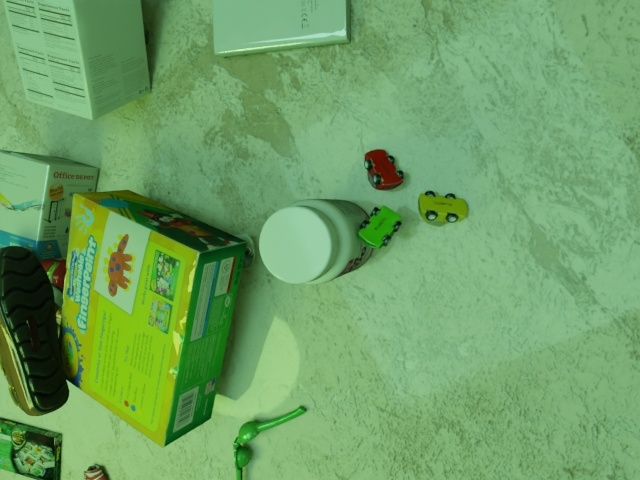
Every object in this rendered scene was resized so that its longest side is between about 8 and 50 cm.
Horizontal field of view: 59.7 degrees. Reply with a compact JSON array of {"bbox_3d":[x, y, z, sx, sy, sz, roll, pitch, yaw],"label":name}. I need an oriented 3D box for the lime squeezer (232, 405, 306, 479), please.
[{"bbox_3d":[-0.154,0.487,1.293,0.110,0.059,0.310,26,101,-15],"label":"lime squeezer"}]

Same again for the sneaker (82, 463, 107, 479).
[{"bbox_3d":[-0.613,0.626,1.453,0.118,0.042,0.067,-22,90,11],"label":"sneaker"}]

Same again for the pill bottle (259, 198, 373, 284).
[{"bbox_3d":[0.000,0.000,1.079,0.160,0.283,0.160,1,94,19],"label":"pill bottle"}]

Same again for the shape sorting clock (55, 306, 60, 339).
[{"bbox_3d":[-0.764,0.254,1.481,0.206,0.040,0.206,0,92,9],"label":"shape sorting clock"}]

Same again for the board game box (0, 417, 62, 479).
[{"bbox_3d":[-0.823,0.572,1.529,0.259,0.030,0.136,7,98,18],"label":"board game box"}]

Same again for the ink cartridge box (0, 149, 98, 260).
[{"bbox_3d":[-0.680,-0.088,1.364,0.168,0.171,0.233,15,99,17],"label":"ink cartridge box"}]

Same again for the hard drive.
[{"bbox_3d":[-0.088,-0.517,1.205,0.307,0.040,0.203,0,93,19],"label":"hard drive"}]

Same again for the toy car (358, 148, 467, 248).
[{"bbox_3d":[0.143,-0.056,1.091,0.239,0.225,0.053,34,145,13],"label":"toy car"}]

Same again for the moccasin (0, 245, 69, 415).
[{"bbox_3d":[-0.665,0.201,1.250,0.147,0.139,0.380,-12,96,35],"label":"moccasin"}]

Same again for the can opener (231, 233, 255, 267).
[{"bbox_3d":[-0.278,0.032,1.283,0.280,0.093,0.074,-5,93,24],"label":"can opener"}]

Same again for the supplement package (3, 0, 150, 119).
[{"bbox_3d":[-0.527,-0.441,1.225,0.198,0.199,0.263,18,128,17],"label":"supplement package"}]

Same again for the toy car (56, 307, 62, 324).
[{"bbox_3d":[-0.637,0.218,1.436,0.122,0.040,0.060,42,85,3],"label":"toy car"}]

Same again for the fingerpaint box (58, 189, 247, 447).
[{"bbox_3d":[-0.387,0.153,1.233,0.371,0.163,0.445,21,108,26],"label":"fingerpaint box"}]

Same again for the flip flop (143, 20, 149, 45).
[{"bbox_3d":[-0.501,-0.573,1.317,0.277,0.080,0.112,44,136,3],"label":"flip flop"}]

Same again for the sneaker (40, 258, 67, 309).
[{"bbox_3d":[-0.656,0.083,1.421,0.279,0.107,0.118,35,85,11],"label":"sneaker"}]
